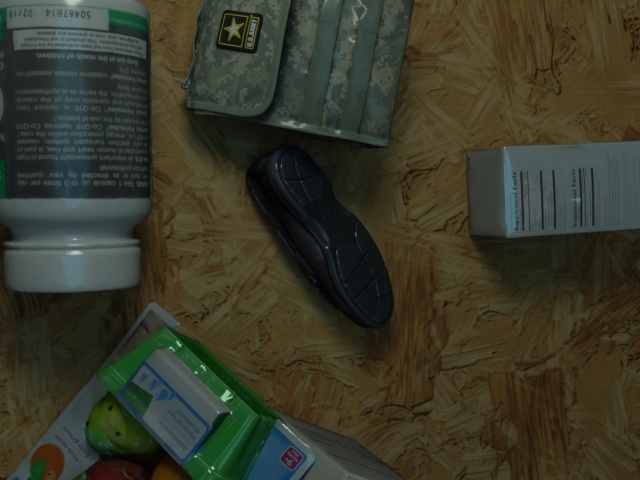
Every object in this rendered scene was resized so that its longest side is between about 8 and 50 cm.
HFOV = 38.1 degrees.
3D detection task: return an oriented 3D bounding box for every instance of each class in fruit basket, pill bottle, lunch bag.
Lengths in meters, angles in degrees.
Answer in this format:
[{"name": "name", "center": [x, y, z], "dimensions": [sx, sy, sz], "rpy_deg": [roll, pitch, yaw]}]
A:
[{"name": "fruit basket", "center": [-0.231, 0.304, 1.194], "dimensions": [0.327, 0.165, 0.353], "rpy_deg": [40, 83, 26]}, {"name": "pill bottle", "center": [-0.316, -0.121, 1.176], "dimensions": [0.204, 0.204, 0.361], "rpy_deg": [-1, 93, -15]}, {"name": "lunch bag", "center": [-0.035, -0.265, 1.270], "dimensions": [0.286, 0.169, 0.235], "rpy_deg": [10, 94, -8]}]

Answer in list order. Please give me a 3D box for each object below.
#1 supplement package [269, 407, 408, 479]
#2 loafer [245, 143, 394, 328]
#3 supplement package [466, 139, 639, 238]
[{"name": "supplement package", "center": [0.007, 0.365, 1.236], "dimensions": [0.175, 0.293, 0.178], "rpy_deg": [26, 86, -24]}, {"name": "loafer", "center": [0.000, 0.000, 1.343], "dimensions": [0.109, 0.095, 0.303], "rpy_deg": [-46, 110, -40]}, {"name": "supplement package", "center": [0.359, -0.078, 1.400], "dimensions": [0.244, 0.139, 0.134], "rpy_deg": [-4, 93, -14]}]
